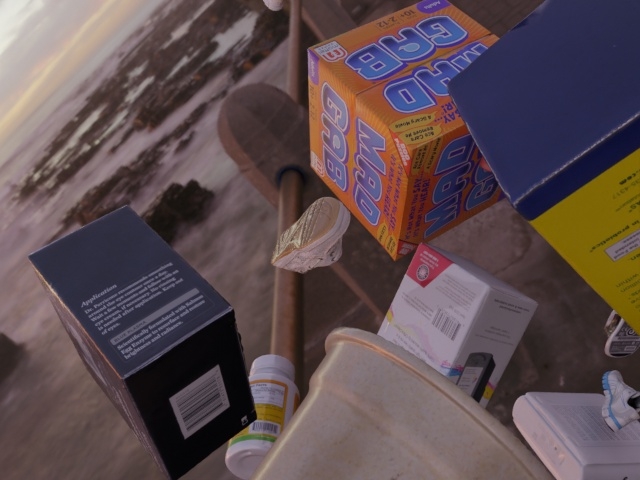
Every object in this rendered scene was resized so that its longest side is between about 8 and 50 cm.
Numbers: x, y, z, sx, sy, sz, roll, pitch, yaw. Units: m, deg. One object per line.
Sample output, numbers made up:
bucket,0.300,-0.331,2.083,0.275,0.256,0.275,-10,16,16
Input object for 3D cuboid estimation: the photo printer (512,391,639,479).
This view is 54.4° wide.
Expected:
photo printer,0.650,0.472,1.477,0.256,0.307,0.107,-123,44,-57

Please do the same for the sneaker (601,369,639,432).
sneaker,0.687,0.353,1.402,0.083,0.071,0.191,-35,9,32

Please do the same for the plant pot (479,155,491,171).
plant pot,0.444,-0.217,1.090,0.275,0.275,0.243,-137,56,-65

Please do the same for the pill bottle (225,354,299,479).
pill bottle,-0.115,0.369,1.324,0.136,0.136,0.246,-31,31,26

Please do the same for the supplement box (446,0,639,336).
supplement box,0.315,-0.053,0.579,0.195,0.356,0.194,-38,36,23

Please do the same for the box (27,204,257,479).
box,-0.141,0.083,0.511,0.093,0.156,0.158,-32,51,-27

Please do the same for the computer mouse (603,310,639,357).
computer mouse,0.526,0.117,1.054,0.042,0.106,0.193,-107,23,-55

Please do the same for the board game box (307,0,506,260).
board game box,0.215,-0.252,1.390,0.356,0.356,0.356,-28,58,-19

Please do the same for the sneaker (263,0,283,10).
sneaker,-0.089,-0.431,1.014,0.040,0.109,0.044,-34,-4,-29

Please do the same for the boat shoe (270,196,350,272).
boat shoe,0.000,0.000,1.139,0.277,0.096,0.098,-31,36,63

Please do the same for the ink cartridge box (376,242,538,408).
ink cartridge box,0.218,0.188,1.131,0.226,0.131,0.306,43,113,59

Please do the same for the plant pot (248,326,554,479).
plant pot,0.033,0.314,0.650,0.305,0.334,0.334,-44,24,-20
